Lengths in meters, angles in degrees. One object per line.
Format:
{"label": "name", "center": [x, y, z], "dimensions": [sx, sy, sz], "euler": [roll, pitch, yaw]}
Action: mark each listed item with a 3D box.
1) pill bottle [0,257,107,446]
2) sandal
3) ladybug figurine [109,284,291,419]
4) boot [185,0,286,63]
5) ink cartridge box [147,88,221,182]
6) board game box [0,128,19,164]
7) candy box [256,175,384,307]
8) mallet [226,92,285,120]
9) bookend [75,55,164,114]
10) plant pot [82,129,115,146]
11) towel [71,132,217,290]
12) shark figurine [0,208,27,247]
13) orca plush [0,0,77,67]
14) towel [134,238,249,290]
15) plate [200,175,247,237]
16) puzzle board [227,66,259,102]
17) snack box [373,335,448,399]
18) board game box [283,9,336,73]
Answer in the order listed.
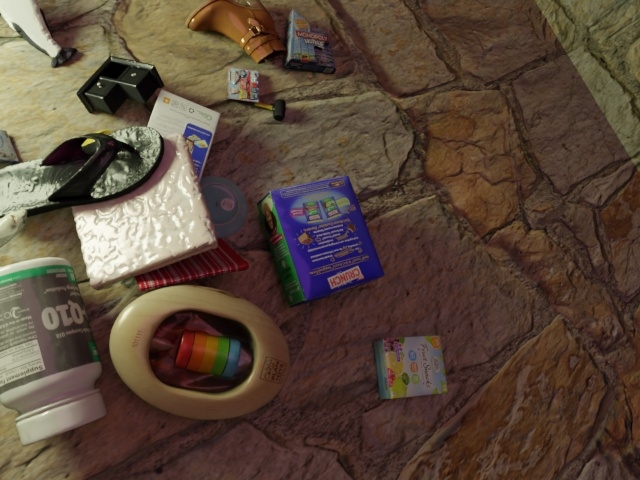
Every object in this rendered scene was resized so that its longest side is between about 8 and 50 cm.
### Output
{"label": "pill bottle", "center": [-0.602, 0.237, 1.147], "dimensions": [0.204, 0.204, 0.361], "euler": [-16, 82, -28]}
{"label": "sandal", "center": [-0.588, -0.163, 1.244], "dimensions": [0.445, 0.107, 0.168], "euler": [-21, 73, -6]}
{"label": "ladybug figurine", "center": [-0.286, 0.273, 1.293], "dimensions": [0.449, 0.162, 0.305], "euler": [22, 74, -21]}
{"label": "boot", "center": [-0.259, -0.645, 1.656], "dimensions": [0.283, 0.109, 0.220], "euler": [-31, 92, -36]}
{"label": "ink cartridge box", "center": [-0.405, -0.213, 1.430], "dimensions": [0.175, 0.069, 0.371], "euler": [19, 68, -19]}
{"label": "board game box", "center": [-0.793, -0.232, 1.281], "dimensions": [0.020, 0.090, 0.090], "euler": [-27, 84, 16]}
{"label": "candy box", "center": [0.000, 0.000, 1.504], "dimensions": [0.268, 0.122, 0.318], "euler": [-14, 79, -28]}
{"label": "mallet", "center": [-0.197, -0.435, 1.646], "dimensions": [0.189, 0.039, 0.063], "euler": [18, 66, -14]}
{"label": "bookend", "center": [-0.536, -0.406, 1.414], "dimensions": [0.156, 0.072, 0.157], "euler": [18, 62, 20]}
{"label": "plant pot", "center": [-0.558, -0.237, 1.379], "dimensions": [0.134, 0.095, 0.134], "euler": [8, 70, -22]}
{"label": "towel", "center": [-0.438, -0.076, 1.285], "dimensions": [0.316, 0.053, 0.332], "euler": [-21, 69, -2]}
{"label": "shark figurine", "center": [-0.814, 0.007, 1.176], "dimensions": [0.278, 0.116, 0.166], "euler": [3, 69, -16]}
{"label": "orca plush", "center": [-0.769, -0.612, 1.396], "dimensions": [0.151, 0.102, 0.287], "euler": [-43, 122, 6]}
{"label": "towel", "center": [-0.341, 0.060, 1.346], "dimensions": [0.274, 0.199, 0.031], "euler": [-11, 114, -27]}
{"label": "plate", "center": [-0.295, -0.101, 1.498], "dimensions": [0.188, 0.024, 0.188], "euler": [8, 70, -22]}
{"label": "puzzle board", "center": [-0.239, -0.485, 1.636], "dimensions": [0.096, 0.011, 0.128], "euler": [4, 63, -16]}
{"label": "snack box", "center": [0.271, 0.378, 1.581], "dimensions": [0.206, 0.070, 0.175], "euler": [2, 73, -26]}
{"label": "board game box", "center": [-0.043, -0.668, 1.769], "dimensions": [0.194, 0.060, 0.194], "euler": [-4, 76, -30]}
